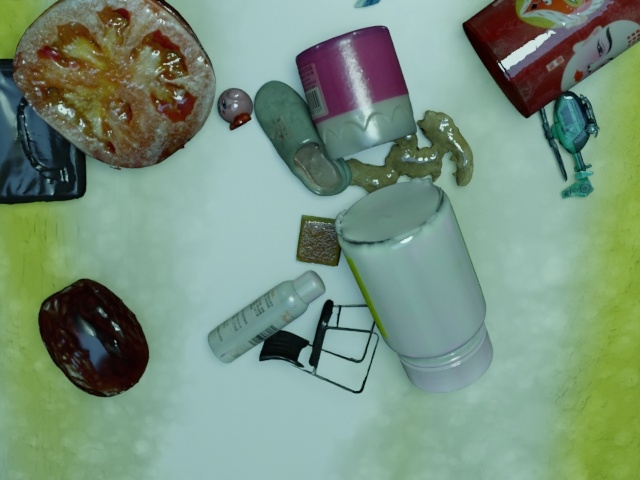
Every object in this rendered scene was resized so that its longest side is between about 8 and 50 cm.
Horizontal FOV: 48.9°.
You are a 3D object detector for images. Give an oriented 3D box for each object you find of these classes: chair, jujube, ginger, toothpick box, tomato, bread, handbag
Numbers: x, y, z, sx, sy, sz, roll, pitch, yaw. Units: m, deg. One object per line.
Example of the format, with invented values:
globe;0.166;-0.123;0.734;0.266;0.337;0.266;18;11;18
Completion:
chair;-0.002;0.196;1.436;0.221;0.140;0.145;14;109;1
jujube;-0.453;0.198;1.431;0.183;0.183;0.243;-27;99;11
ginger;0.158;-0.166;1.342;0.258;0.065;0.149;-5;98;15
toothpick box;0.432;-0.383;1.177;0.333;0.204;0.204;-34;105;14
tomato;-0.345;-0.306;1.251;0.338;0.144;0.339;-3;125;-4
bread;0.000;0.000;1.417;0.090;0.035;0.095;8;109;-1
handbag;-0.574;-0.206;1.344;0.244;0.088;0.275;-2;106;1

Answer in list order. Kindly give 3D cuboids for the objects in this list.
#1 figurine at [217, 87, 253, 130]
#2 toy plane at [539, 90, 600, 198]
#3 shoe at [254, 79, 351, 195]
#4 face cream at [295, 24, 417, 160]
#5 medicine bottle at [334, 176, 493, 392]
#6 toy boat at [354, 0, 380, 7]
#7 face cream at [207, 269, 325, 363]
figurine;-0.160;-0.249;1.320;0.067;0.083;0.071;-32;99;-31
toy plane;0.472;-0.191;1.319;0.096;0.060;0.235;-18;105;17
shoe;-0.040;-0.183;1.311;0.103;0.100;0.251;-37;96;20
face cream;0.064;-0.255;1.236;0.175;0.175;0.195;-17;98;8
medicine bottle;0.189;0.090;1.325;0.213;0.214;0.379;-21;118;9
toy boat;0.067;-0.489;1.252;0.105;0.034;0.149;-39;91;17
face cream;-0.108;0.153;1.451;0.269;0.082;0.082;-34;105;14
